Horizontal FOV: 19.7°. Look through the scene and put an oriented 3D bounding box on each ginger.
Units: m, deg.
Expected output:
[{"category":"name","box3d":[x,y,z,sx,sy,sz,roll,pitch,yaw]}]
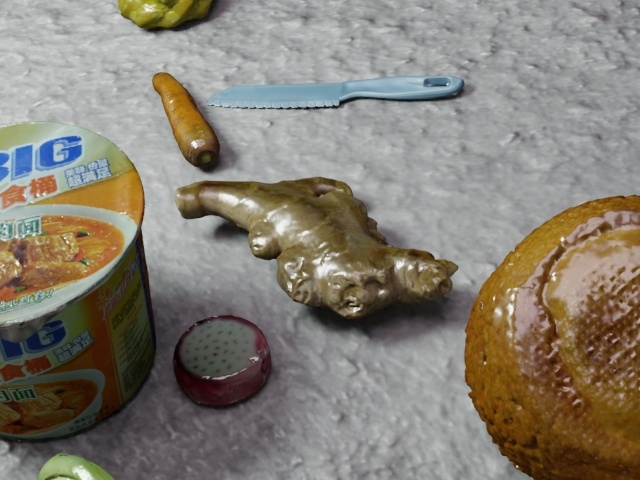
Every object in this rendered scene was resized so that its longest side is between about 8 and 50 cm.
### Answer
[{"category":"ginger","box3d":[0.001,0.001,1.988,0.166,0.080,0.333,-25,38,-34]}]

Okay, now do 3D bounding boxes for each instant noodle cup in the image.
[{"category":"instant noodle cup","box3d":[-0.297,0.052,1.897,0.296,0.214,0.296,-6,46,6]}]

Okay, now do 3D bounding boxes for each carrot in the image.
[{"category":"carrot","box3d":[-0.166,-0.151,2.191,0.047,0.047,0.191,-22,44,-10]}]

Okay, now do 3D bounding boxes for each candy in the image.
[{"category":"candy","box3d":[-0.102,0.123,1.908,0.103,0.043,0.103,-6,45,6]}]

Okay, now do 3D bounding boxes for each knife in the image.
[{"category":"knife","box3d":[0.016,-0.174,2.198,0.313,0.019,0.044,-1,49,13]}]

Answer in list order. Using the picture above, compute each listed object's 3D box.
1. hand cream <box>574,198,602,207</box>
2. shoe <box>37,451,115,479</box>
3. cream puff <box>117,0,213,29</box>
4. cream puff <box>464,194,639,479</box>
[{"category":"hand cream","box3d":[0.239,0.005,1.873,0.042,0.194,0.067,40,60,-5]},{"category":"shoe","box3d":[-0.188,0.294,1.689,0.128,0.140,0.262,-35,52,-26]},{"category":"cream puff","box3d":[-0.195,-0.345,2.338,0.146,0.116,0.146,-4,44,3]},{"category":"cream puff","box3d":[0.281,0.105,1.726,0.303,0.212,0.303,1,80,-3]}]
